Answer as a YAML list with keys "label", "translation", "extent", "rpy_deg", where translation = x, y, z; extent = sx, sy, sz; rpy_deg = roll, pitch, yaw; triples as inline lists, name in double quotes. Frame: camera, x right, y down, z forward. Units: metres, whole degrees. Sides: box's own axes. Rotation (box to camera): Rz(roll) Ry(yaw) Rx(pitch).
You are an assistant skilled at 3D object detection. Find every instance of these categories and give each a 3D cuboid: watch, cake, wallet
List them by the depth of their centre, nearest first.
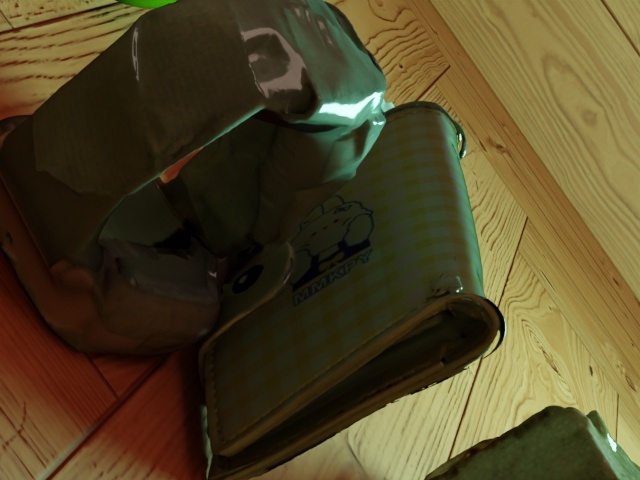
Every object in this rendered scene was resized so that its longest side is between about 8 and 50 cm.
- label: "watch"
  translation: [-0.074, -0.057, 1.128]
  extent: [0.162, 0.241, 0.253]
  rpy_deg: [58, 14, 15]
- label: "wallet"
  translation: [0.012, 0.029, 1.249]
  extent: [0.077, 0.223, 0.309]
  rpy_deg: [56, 15, -21]
- label: "cake"
  translation: [0.189, 0.255, 1.395]
  extent: [0.196, 0.198, 0.293]
  rpy_deg: [40, 20, -40]

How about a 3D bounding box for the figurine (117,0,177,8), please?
- label: "figurine"
  translation: [-0.172, -0.278, 1.536]
  extent: [0.263, 0.143, 0.162]
  rpy_deg: [3, 44, -51]

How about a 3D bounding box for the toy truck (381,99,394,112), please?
- label: "toy truck"
  translation: [0.024, -0.079, 1.789]
  extent: [0.114, 0.098, 0.227]
  rpy_deg: [54, 16, -20]
